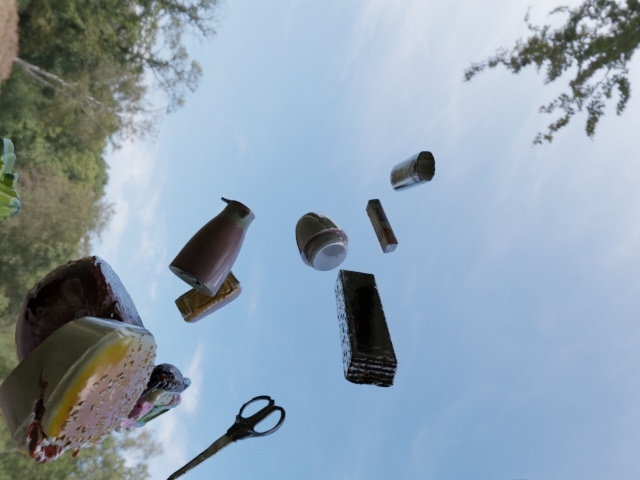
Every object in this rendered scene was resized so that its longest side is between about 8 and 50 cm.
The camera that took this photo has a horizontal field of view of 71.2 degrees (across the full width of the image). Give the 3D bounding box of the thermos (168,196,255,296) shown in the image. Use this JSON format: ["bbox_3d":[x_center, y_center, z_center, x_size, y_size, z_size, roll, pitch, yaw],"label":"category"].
[{"bbox_3d":[-0.296,0.008,1.270,0.176,0.146,0.265,-3,-130,51],"label":"thermos"}]

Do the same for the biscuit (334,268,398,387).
[{"bbox_3d":[0.102,0.197,1.101,0.388,0.107,0.073,-94,-165,-63],"label":"biscuit"}]

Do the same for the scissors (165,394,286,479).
[{"bbox_3d":[-0.208,0.437,0.981,0.109,0.299,0.022,26,-56,38],"label":"scissors"}]

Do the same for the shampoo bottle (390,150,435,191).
[{"bbox_3d":[0.261,-0.194,1.288,0.227,0.055,0.086,180,-92,-80],"label":"shampoo bottle"}]

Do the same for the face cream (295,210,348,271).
[{"bbox_3d":[0.000,0.000,0.804,0.091,0.091,0.095,-56,-139,25],"label":"face cream"}]

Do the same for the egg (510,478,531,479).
[{"bbox_3d":[0.370,0.521,0.766,0.151,0.151,0.209,-54,-163,27],"label":"egg"}]

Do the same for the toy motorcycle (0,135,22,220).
[{"bbox_3d":[-0.495,-0.090,0.442,0.142,0.342,0.206,-54,-129,18],"label":"toy motorcycle"}]

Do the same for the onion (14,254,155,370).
[{"bbox_3d":[-0.558,0.216,1.039,0.282,0.260,0.337,45,-25,59],"label":"onion"}]

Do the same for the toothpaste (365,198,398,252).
[{"bbox_3d":[0.192,-0.048,1.420,0.047,0.040,0.197,105,-24,-47],"label":"toothpaste"}]

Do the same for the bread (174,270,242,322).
[{"bbox_3d":[-0.413,0.213,1.673,0.107,0.241,0.136,56,-17,12],"label":"bread"}]

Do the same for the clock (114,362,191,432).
[{"bbox_3d":[-0.444,0.413,1.196,0.195,0.194,0.100,-35,-111,1],"label":"clock"}]

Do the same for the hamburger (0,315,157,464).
[{"bbox_3d":[-0.380,0.240,0.750,0.227,0.151,0.295,-53,170,-10],"label":"hamburger"}]
